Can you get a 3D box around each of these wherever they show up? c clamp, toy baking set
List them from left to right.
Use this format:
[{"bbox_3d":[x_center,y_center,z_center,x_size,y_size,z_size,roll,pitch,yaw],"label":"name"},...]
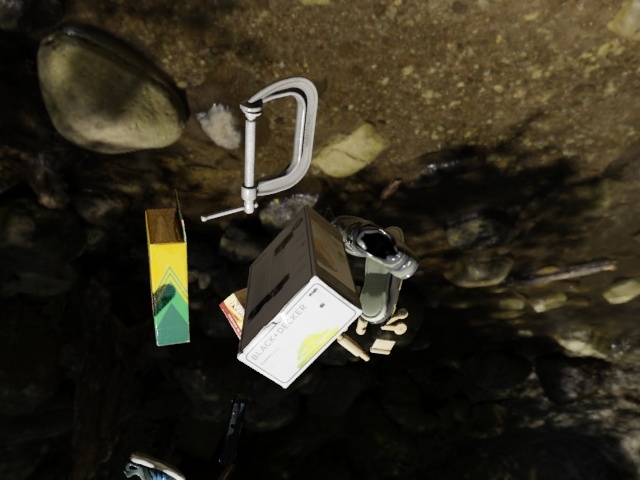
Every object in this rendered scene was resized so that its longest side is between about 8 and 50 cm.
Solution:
[{"bbox_3d":[-0.059,-0.097,0.548,0.137,0.022,0.161,-16,134,-35],"label":"c clamp"},{"bbox_3d":[0.127,0.225,1.396,0.256,0.030,0.197,37,102,-28],"label":"toy baking set"}]

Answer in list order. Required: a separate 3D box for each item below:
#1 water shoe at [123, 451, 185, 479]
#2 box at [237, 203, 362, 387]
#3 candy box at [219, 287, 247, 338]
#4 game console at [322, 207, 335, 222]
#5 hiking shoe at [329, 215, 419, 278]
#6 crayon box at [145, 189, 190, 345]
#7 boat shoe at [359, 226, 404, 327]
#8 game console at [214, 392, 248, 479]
[{"bbox_3d":[-0.534,0.752,1.634,0.203,0.080,0.073,36,161,-22],"label":"water shoe"},{"bbox_3d":[-0.038,0.072,0.806,0.087,0.290,0.169,38,104,-17],"label":"box"},{"bbox_3d":[-0.181,0.239,1.768,0.087,0.183,0.316,-38,169,29],"label":"candy box"},{"bbox_3d":[0.000,0.000,1.227,0.071,0.107,0.122,-5,132,24],"label":"game console"},{"bbox_3d":[0.098,-0.009,1.050,0.227,0.086,0.114,27,168,35],"label":"hiking shoe"},{"bbox_3d":[-0.365,0.060,1.208,0.081,0.202,0.319,-4,116,-20],"label":"crayon box"},{"bbox_3d":[0.143,0.080,1.131,0.081,0.228,0.069,4,153,32],"label":"boat shoe"},{"bbox_3d":[-0.267,0.631,1.483,0.043,0.361,0.213,11,169,2],"label":"game console"}]
